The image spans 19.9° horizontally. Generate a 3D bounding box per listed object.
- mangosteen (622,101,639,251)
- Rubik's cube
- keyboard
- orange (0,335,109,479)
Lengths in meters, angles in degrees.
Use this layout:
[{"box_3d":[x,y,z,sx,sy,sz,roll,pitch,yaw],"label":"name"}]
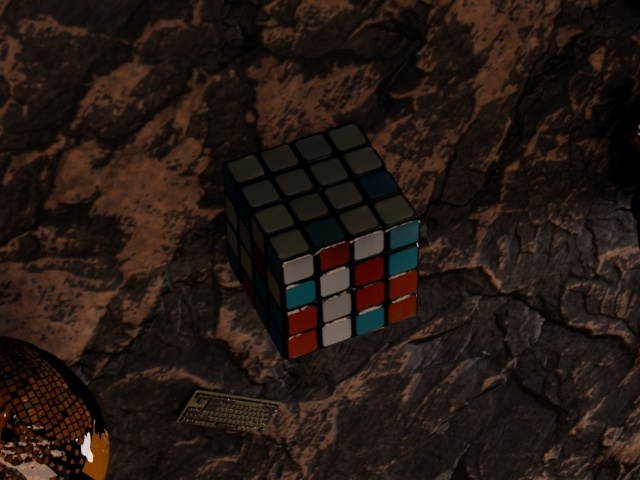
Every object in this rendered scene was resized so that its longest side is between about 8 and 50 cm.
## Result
[{"box_3d":[0.475,-0.025,2.026,0.293,0.297,0.297,-7,135,-28],"label":"mangosteen"},{"box_3d":[0.000,0.000,1.845,0.155,0.154,0.151,-20,139,-15],"label":"Rubik's cube"},{"box_3d":[-0.105,0.197,2.097,0.129,0.015,0.049,14,123,-42],"label":"keyboard"},{"box_3d":[-0.318,0.200,1.796,0.182,0.234,0.234,-56,165,-46],"label":"orange"}]
